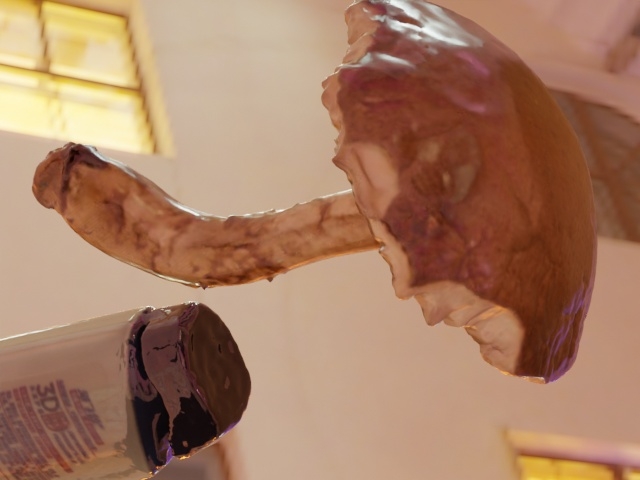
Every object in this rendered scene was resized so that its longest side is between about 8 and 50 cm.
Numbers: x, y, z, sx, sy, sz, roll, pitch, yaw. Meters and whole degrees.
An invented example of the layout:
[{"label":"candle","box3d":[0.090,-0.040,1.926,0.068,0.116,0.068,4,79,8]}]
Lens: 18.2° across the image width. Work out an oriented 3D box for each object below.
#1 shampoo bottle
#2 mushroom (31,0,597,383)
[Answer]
[{"label":"shampoo bottle","box3d":[-0.217,0.134,1.461,0.359,0.134,0.078,-13,-157,28]},{"label":"mushroom","box3d":[0.025,-0.020,1.153,0.302,0.208,0.233,-3,-57,50]}]
